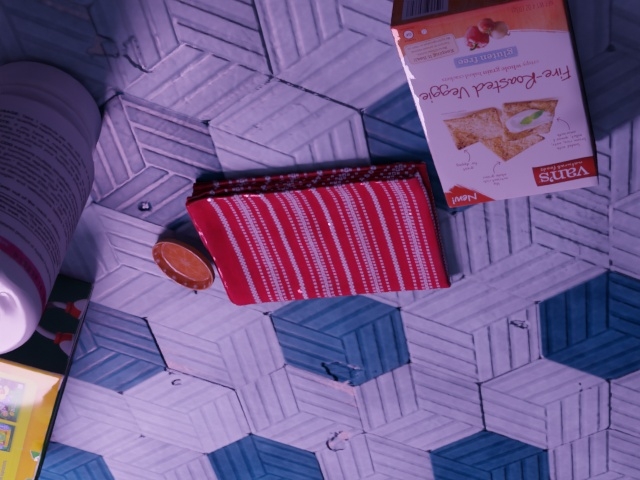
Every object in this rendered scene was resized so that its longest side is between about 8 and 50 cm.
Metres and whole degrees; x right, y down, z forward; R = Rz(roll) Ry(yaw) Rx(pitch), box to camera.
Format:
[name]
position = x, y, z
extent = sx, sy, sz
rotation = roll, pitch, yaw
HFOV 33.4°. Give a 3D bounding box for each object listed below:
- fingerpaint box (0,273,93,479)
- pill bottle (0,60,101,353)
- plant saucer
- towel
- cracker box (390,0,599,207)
[fingerpaint box]
position = -0.531, 0.190, 1.404
extent = 0.371, 0.163, 0.444
rotation = 17, 134, -9
[pill bottle]
position = -0.314, -0.041, 1.041
extent = 0.160, 0.283, 0.160
rotation = 5, 135, 5
[plant saucer]
position = -0.162, 0.027, 1.273
extent = 0.084, 0.013, 0.083
rotation = 21, 144, 16
[towel]
position = 0.000, 0.000, 1.225
extent = 0.275, 0.031, 0.198
rotation = -5, 134, 14
[cracker box]
position = 0.173, -0.144, 1.027
extent = 0.156, 0.067, 0.232
rotation = -9, 133, 18
